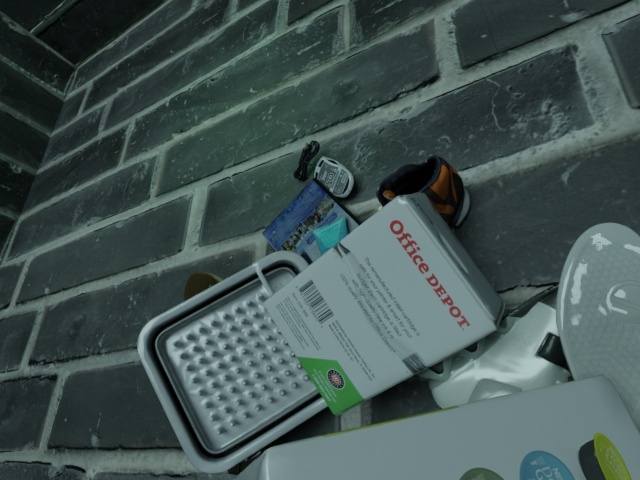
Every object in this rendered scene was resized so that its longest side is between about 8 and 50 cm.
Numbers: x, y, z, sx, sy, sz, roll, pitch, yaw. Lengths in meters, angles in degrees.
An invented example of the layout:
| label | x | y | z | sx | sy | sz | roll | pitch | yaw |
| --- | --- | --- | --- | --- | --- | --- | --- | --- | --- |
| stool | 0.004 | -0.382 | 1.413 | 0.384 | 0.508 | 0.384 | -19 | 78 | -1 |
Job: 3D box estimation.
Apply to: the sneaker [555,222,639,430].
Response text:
| label | x | y | z | sx | sy | sz | roll | pitch | yaw |
| --- | --- | --- | --- | --- | --- | --- | --- | --- | --- |
| sneaker | 0.326 | 0.133 | 0.481 | 0.105 | 0.147 | 0.295 | -8 | 80 | 24 |

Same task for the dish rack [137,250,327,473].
| label | x | y | z | sx | sy | sz | roll | pitch | yaw |
| --- | --- | --- | --- | --- | --- | --- | --- | --- | --- |
| dish rack | -0.122 | 0.206 | 0.774 | 0.333 | 0.072 | 0.285 | -29 | 79 | -13 |

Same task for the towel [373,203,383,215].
| label | x | y | z | sx | sy | sz | roll | pitch | yaw |
| --- | --- | --- | --- | --- | --- | --- | --- | --- | --- |
| towel | 0.150 | -0.055 | 0.875 | 0.083 | 0.009 | 0.060 | 35 | 88 | 42 |

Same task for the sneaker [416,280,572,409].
| label | x | y | z | sx | sy | sz | roll | pitch | yaw |
| --- | --- | --- | --- | --- | --- | --- | --- | --- | --- |
| sneaker | 0.310 | 0.157 | 0.595 | 0.331 | 0.122 | 0.146 | -39 | 65 | 14 |

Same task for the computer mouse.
| label | x | y | z | sx | sy | sz | roll | pitch | yaw |
| --- | --- | --- | --- | --- | --- | --- | --- | --- | --- |
| computer mouse | 0.016 | -0.155 | 0.995 | 0.193 | 0.042 | 0.106 | 39 | 115 | 37 |

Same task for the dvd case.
| label | x | y | z | sx | sy | sz | roll | pitch | yaw |
| --- | --- | --- | --- | --- | --- | --- | --- | --- | --- |
| dvd case | 0.000 | 0.000 | 0.921 | 0.180 | 0.022 | 0.253 | -46 | 57 | 6 |

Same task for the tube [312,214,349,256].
| label | x | y | z | sx | sy | sz | roll | pitch | yaw |
| --- | --- | --- | --- | --- | --- | --- | --- | --- | --- |
| tube | 0.039 | 0.047 | 0.843 | 0.080 | 0.052 | 0.207 | -24 | 57 | 14 |

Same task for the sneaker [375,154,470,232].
| label | x | y | z | sx | sy | sz | roll | pitch | yaw |
| --- | --- | --- | --- | --- | --- | --- | --- | --- | --- |
| sneaker | 0.140 | -0.004 | 0.741 | 0.125 | 0.180 | 0.320 | 16 | 76 | 40 |

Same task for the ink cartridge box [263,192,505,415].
| label | x | y | z | sx | sy | sz | roll | pitch | yaw |
| --- | --- | --- | --- | --- | --- | --- | --- | --- | --- |
| ink cartridge box | 0.089 | 0.095 | 0.645 | 0.289 | 0.122 | 0.211 | -39 | 79 | 28 |

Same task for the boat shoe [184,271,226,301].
| label | x | y | z | sx | sy | sz | roll | pitch | yaw |
| --- | --- | --- | --- | --- | --- | --- | --- | --- | --- |
| boat shoe | -0.187 | 0.142 | 0.955 | 0.303 | 0.098 | 0.109 | 10 | 86 | 36 |

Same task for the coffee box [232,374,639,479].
| label | x | y | z | sx | sy | sz | roll | pitch | yaw |
| --- | --- | --- | --- | --- | --- | --- | --- | --- | --- |
| coffee box | 0.107 | 0.355 | 0.384 | 0.338 | 0.335 | 0.337 | 116 | 145 | -52 |

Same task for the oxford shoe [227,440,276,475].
| label | x | y | z | sx | sy | sz | roll | pitch | yaw |
| --- | --- | --- | --- | --- | --- | --- | --- | --- | --- |
| oxford shoe | -0.098 | 0.327 | 0.819 | 0.096 | 0.082 | 0.227 | 5 | 65 | 12 |
